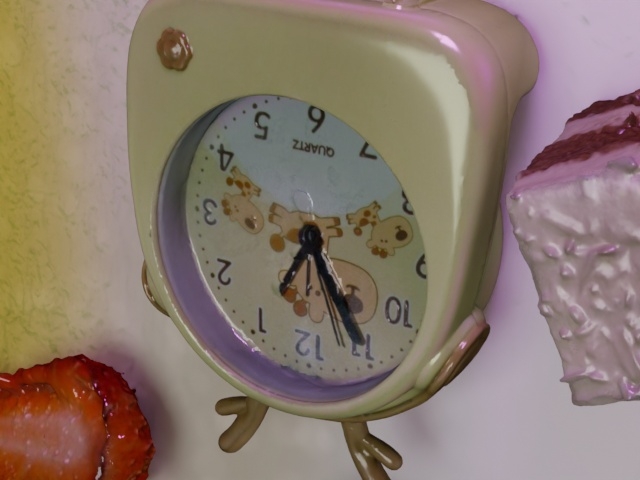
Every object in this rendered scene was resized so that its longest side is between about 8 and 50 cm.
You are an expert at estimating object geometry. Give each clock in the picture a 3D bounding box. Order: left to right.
[{"bbox_3d":[0.000,0.000,0.817,0.235,0.096,0.308,14,114,27],"label":"clock"}]

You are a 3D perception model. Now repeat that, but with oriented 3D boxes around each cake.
[{"bbox_3d":[0.177,-0.008,0.667,0.135,0.147,0.134,-13,99,37],"label":"cake"}]

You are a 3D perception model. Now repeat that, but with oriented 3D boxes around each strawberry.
[{"bbox_3d":[-0.190,0.139,1.009,0.188,0.082,0.121,4,89,42],"label":"strawberry"}]
